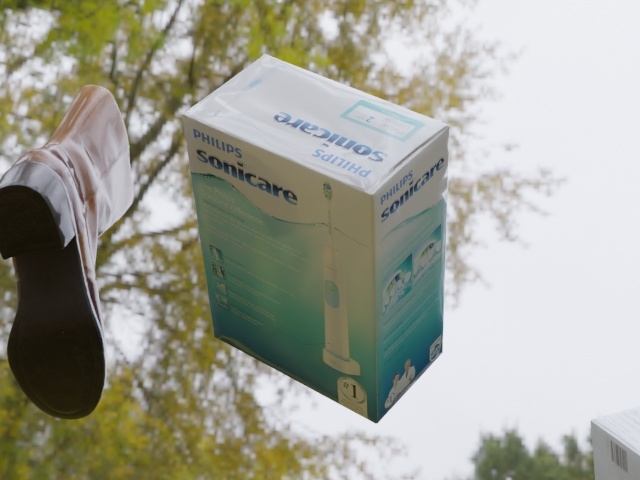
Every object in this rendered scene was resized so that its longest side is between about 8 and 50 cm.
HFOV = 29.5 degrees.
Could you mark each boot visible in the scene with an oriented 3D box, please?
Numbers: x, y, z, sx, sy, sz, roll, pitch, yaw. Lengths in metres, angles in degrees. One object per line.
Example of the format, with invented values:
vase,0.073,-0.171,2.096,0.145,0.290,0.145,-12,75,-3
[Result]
boot,-0.246,0.007,1.228,0.096,0.280,0.264,-11,-68,10

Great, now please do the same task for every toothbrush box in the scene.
toothbrush box,0.000,0.000,1.168,0.216,0.126,0.295,24,-41,29

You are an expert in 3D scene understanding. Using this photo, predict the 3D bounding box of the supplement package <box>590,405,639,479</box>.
supplement package,0.475,0.272,1.489,0.244,0.133,0.139,-13,18,-16
